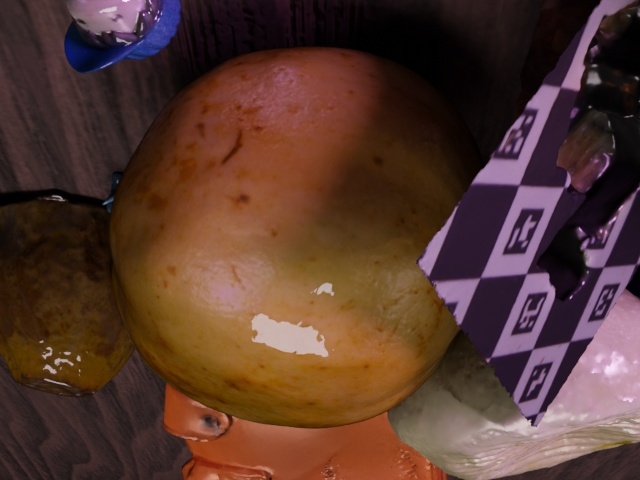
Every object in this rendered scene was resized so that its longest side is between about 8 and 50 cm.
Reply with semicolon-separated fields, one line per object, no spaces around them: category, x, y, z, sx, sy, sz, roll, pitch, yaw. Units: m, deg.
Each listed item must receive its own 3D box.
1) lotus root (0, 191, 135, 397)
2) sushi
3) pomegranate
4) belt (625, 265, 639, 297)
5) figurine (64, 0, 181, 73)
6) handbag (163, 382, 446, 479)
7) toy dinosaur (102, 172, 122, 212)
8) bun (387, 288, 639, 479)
lotus root;-0.277;0.068;1.211;0.199;0.180;0.188;-3;160;18
sushi;0.162;-0.052;0.759;0.059;0.294;0.292;30;171;33
pomegranate;-0.018;0.001;0.867;0.307;0.307;0.307;4;158;2
belt;0.331;0.061;1.134;0.212;0.117;0.347;17;156;-20
figurine;-0.142;-0.172;0.752;0.077;0.079;0.136;-2;134;24
handbag;-0.018;0.165;1.255;0.303;0.116;0.410;0;129;7
toy dinosaur;-0.180;-0.032;1.108;0.030;0.047;0.083;2;159;10
bun;0.171;0.104;0.989;0.259;0.160;0.259;-14;160;-5
